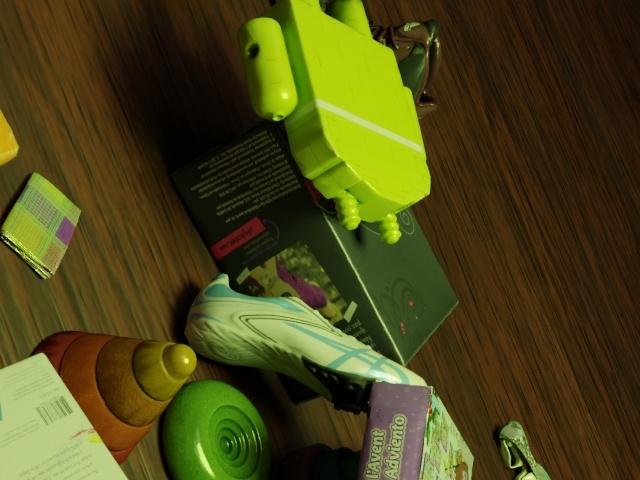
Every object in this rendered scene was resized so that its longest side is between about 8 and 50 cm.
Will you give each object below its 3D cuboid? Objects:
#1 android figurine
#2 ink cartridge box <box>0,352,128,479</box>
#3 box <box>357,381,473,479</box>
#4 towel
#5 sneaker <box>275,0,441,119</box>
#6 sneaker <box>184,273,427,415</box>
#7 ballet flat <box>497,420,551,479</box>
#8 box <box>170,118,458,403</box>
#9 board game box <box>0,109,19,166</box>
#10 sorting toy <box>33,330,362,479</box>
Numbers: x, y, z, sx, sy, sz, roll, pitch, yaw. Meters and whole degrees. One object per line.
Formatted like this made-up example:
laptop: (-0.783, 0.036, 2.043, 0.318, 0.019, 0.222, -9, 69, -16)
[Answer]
android figurine: (0.023, -0.127, 1.131, 0.248, 0.056, 0.273, 16, 54, -50)
ink cartridge box: (-0.197, 0.181, 0.837, 0.181, 0.061, 0.104, 54, 32, 8)
box: (0.087, 0.264, 1.084, 0.293, 0.057, 0.201, 58, 38, -64)
towel: (-0.235, -0.014, 0.994, 0.060, 0.009, 0.083, 46, 36, -28)
sneaker: (0.060, -0.263, 1.444, 0.281, 0.162, 0.106, 61, 32, -7)
sneaker: (-0.007, 0.097, 1.099, 0.237, 0.085, 0.086, 21, 59, -2)
ballet flat: (0.254, 0.284, 1.494, 0.114, 0.041, 0.041, 61, 32, -6)
box: (0.000, 0.000, 1.203, 0.270, 0.143, 0.165, 62, 33, -7)
board game box: (-0.420, -0.074, 0.437, 0.356, 0.356, 0.356, 62, 32, -7)
sorting toy: (-0.068, 0.158, 1.017, 0.365, 0.126, 0.127, 31, 46, -41)
